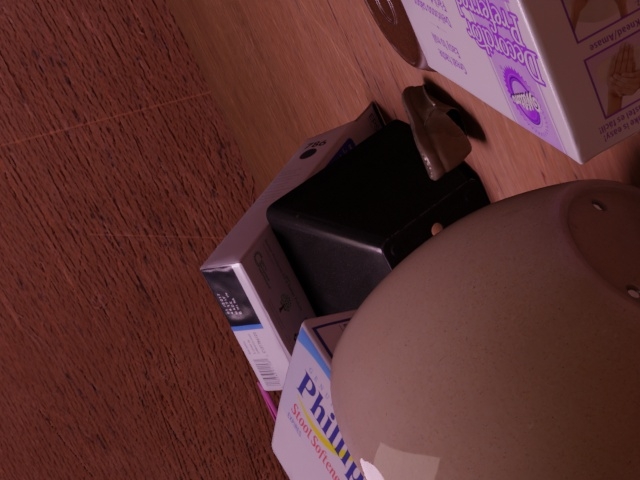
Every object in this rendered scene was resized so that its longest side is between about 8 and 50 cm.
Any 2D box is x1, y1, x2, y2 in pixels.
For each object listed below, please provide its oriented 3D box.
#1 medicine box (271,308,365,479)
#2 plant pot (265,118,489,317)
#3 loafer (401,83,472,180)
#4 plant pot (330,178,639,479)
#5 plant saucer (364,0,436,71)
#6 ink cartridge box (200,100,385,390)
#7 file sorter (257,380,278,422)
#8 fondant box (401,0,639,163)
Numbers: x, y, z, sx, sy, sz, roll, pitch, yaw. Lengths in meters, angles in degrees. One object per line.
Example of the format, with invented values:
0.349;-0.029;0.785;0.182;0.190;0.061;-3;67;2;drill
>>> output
0.150;0.175;1.292;0.263;0.289;0.149;55;145;40;medicine box
0.090;0.007;1.658;0.167;0.187;0.188;17;138;59;plant pot
0.112;-0.105;1.536;0.148;0.050;0.056;-102;-8;-56;loafer
0.171;0.071;1.089;0.284;0.284;0.191;56;136;31;plant pot
0.067;-0.220;1.463;0.168;0.029;0.168;60;173;13;plant saucer
0.000;0.000;1.790;0.065;0.333;0.165;-9;118;37;ink cartridge box
0.096;0.199;1.893;0.182;0.290;0.202;60;174;29;file sorter
0.089;-0.234;0.976;0.330;0.096;0.238;63;173;-27;fondant box
